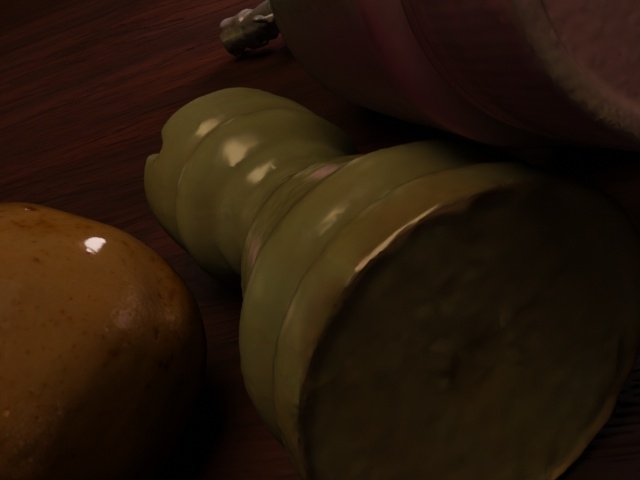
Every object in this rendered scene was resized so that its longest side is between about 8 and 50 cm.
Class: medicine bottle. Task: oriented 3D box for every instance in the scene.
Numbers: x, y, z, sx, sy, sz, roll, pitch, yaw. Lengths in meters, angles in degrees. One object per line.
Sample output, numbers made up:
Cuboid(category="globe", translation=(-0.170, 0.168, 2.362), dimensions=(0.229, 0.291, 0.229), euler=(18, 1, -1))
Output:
Cuboid(category="medicine bottle", translation=(0.103, -0.170, 0.474), dimensions=(0.219, 0.219, 0.388), euler=(-32, 18, -4))

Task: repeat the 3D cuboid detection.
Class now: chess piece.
Cuboid(category="chess piece", translation=(0.000, 0.000, 0.617), dimensions=(0.234, 0.234, 0.442), euler=(-37, 32, -10))

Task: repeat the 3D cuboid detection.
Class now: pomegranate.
Cuboid(category="pomegranate", translation=(-0.232, 0.099, 0.614), dimensions=(0.307, 0.307, 0.307), euler=(-20, 35, 15))

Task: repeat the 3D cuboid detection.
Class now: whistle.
Cuboid(category="whistle", translation=(-0.011, -0.329, 1.136), dimensions=(0.346, 0.133, 0.142), euler=(-9, 41, 43))

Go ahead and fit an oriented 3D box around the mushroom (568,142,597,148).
Cuboid(category="mushroom", translation=(0.312, -0.243, 0.773), dimensions=(0.177, 0.126, 0.397), euler=(13, 52, 31))
